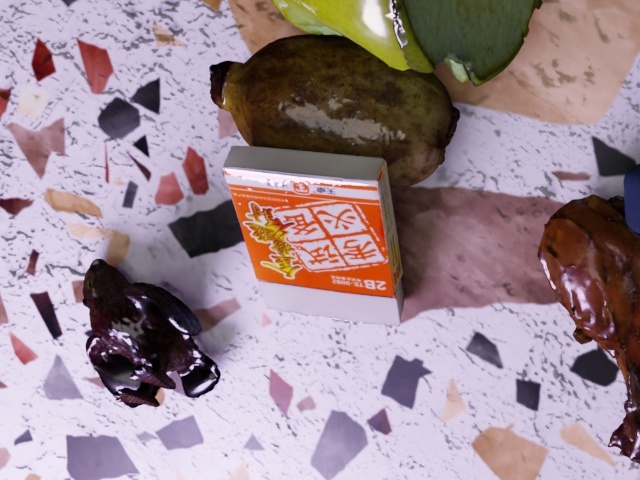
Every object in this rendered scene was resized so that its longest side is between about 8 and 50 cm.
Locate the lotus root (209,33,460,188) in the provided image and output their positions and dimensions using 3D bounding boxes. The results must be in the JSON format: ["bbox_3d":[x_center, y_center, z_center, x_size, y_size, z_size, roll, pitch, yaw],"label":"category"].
[{"bbox_3d":[0.008,-0.132,1.089,0.260,0.128,0.145,15,94,8],"label":"lotus root"}]

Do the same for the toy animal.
[{"bbox_3d":[-0.203,0.104,1.250,0.180,0.116,0.218,65,144,23],"label":"toy animal"}]

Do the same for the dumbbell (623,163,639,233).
[{"bbox_3d":[0.345,-0.156,0.967,0.143,0.156,0.316,-10,103,-11],"label":"dumbbell"}]

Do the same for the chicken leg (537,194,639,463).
[{"bbox_3d":[0.307,0.098,1.080,0.113,0.093,0.305,-20,102,10],"label":"chicken leg"}]

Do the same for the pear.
[{"bbox_3d":[0.041,-0.251,0.982,0.292,0.292,0.160,20,101,12],"label":"pear"}]

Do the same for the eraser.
[{"bbox_3d":[0.000,0.000,1.107,0.157,0.038,0.230,6,142,16],"label":"eraser"}]
